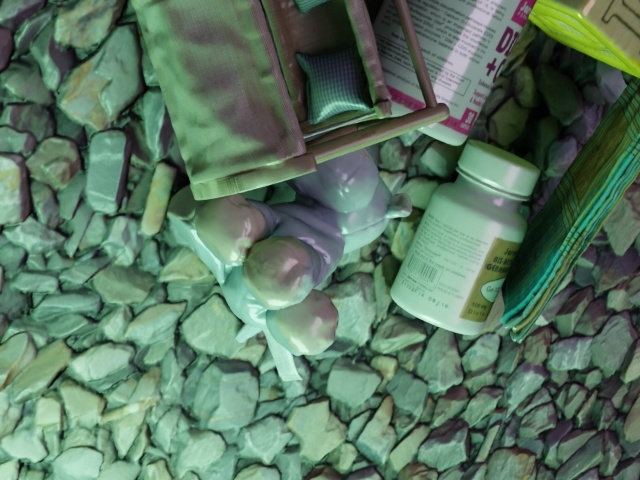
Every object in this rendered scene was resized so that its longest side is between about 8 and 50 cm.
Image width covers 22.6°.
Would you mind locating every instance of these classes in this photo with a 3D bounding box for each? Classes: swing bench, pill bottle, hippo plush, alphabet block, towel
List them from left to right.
[{"bbox_3d":[-0.040,-0.202,1.664,0.255,0.165,0.253,-23,100,-29],"label":"swing bench"},{"bbox_3d":[0.000,0.000,1.830,0.236,0.234,0.294,-40,133,-15],"label":"hippo plush"},{"bbox_3d":[0.157,-0.267,1.860,0.160,0.160,0.283,18,101,-44],"label":"pill bottle"},{"bbox_3d":[0.191,-0.006,2.060,0.131,0.131,0.229,12,106,-43],"label":"pill bottle"},{"bbox_3d":[0.338,-0.067,2.048,0.040,0.271,0.370,31,108,-5],"label":"towel"},{"bbox_3d":[0.351,-0.342,1.964,0.193,0.192,0.197,31,91,-44],"label":"alphabet block"}]

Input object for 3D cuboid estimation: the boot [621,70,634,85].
[{"bbox_3d":[0.451,-0.338,2.141,0.161,0.083,0.246,43,79,-38],"label":"boot"}]
